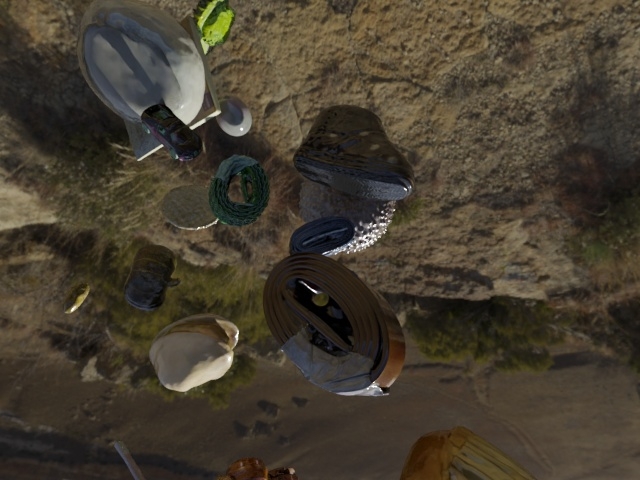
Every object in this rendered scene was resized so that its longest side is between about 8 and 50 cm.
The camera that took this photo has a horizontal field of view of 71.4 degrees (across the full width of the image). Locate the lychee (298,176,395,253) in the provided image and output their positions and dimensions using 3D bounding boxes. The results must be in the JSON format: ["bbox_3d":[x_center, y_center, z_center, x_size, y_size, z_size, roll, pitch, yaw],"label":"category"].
[{"bbox_3d":[0.098,-0.139,1.754,0.381,0.380,0.432,10,163,-4],"label":"lychee"}]

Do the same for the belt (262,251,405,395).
[{"bbox_3d":[0.022,0.165,0.901,0.217,0.339,0.122,-49,143,1],"label":"belt"}]

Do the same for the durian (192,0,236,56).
[{"bbox_3d":[-0.320,-0.647,1.298,0.132,0.106,0.375,0,154,-30],"label":"durian"}]

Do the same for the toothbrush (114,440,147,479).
[{"bbox_3d":[-0.300,0.406,0.746,0.194,0.017,0.014,33,-171,37],"label":"toothbrush"}]

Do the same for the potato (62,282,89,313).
[{"bbox_3d":[-0.631,0.144,1.145,0.045,0.092,0.046,-7,134,34],"label":"potato"}]

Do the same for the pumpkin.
[{"bbox_3d":[-0.523,0.119,1.405,0.163,0.218,0.219,16,144,-16],"label":"pumpkin"}]

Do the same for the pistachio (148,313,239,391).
[{"bbox_3d":[-0.401,0.349,1.419,0.321,0.229,0.238,-30,128,26],"label":"pistachio"}]

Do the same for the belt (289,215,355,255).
[{"bbox_3d":[0.000,0.000,1.448,0.218,0.122,0.128,-20,170,-10],"label":"belt"}]

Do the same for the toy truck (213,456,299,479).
[{"bbox_3d":[-0.153,0.569,0.877,0.212,0.204,0.288,-30,135,8],"label":"toy truck"}]

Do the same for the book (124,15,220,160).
[{"bbox_3d":[-0.450,-0.415,1.265,0.389,0.268,0.032,-18,180,35],"label":"book"}]

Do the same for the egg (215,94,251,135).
[{"bbox_3d":[-0.266,-0.379,1.357,0.103,0.103,0.135,-5,147,17],"label":"egg"}]

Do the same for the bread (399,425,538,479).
[{"bbox_3d":[0.156,0.443,0.575,0.183,0.388,0.236,19,-174,36],"label":"bread"}]

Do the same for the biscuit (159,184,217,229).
[{"bbox_3d":[-0.314,-0.083,1.093,0.152,0.152,0.020,11,139,-5],"label":"biscuit"}]

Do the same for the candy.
[{"bbox_3d":[-0.387,-0.382,0.982,0.296,0.185,0.295,11,132,12],"label":"candy"}]

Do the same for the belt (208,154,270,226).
[{"bbox_3d":[-0.167,-0.108,0.926,0.121,0.151,0.079,7,159,-19],"label":"belt"}]

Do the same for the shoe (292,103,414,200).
[{"bbox_3d":[0.120,-0.264,1.300,0.384,0.237,0.171,19,165,31],"label":"shoe"}]

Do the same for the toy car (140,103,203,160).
[{"bbox_3d":[-0.301,-0.223,0.906,0.142,0.069,0.055,42,149,8],"label":"toy car"}]
